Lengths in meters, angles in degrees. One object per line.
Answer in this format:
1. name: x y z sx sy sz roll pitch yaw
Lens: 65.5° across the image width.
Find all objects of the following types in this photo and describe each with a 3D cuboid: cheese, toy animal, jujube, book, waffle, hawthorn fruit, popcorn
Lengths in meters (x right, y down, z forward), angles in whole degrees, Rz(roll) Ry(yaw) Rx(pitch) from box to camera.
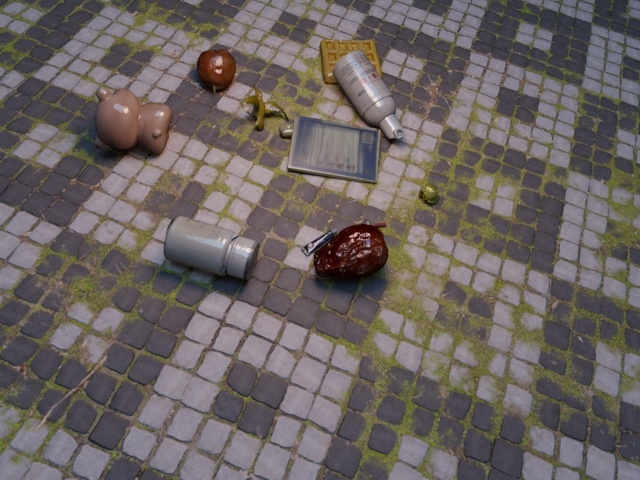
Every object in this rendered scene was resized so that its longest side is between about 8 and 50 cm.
1. cheese: -0.055 -0.409 1.839 0.194 0.043 0.064 0 63 -7
2. toy animal: -0.237 -0.493 1.828 0.219 0.095 0.155 -1 50 -53
3. toy animal: -0.618 -0.388 1.671 0.221 0.209 0.229 23 23 12
4. jujube: 0.092 0.042 1.541 0.237 0.168 0.168 -20 63 0
5. book: 0.052 -0.330 1.793 0.323 0.018 0.228 9 68 -5
6. waffle: 0.125 -0.736 2.046 0.248 0.055 0.220 -2 60 -8
7. hawthorn fruit: -0.403 -0.634 1.889 0.149 0.149 0.188 22 95 6
8. popcorn: 0.384 -0.161 1.744 0.083 0.068 0.059 39 84 -26

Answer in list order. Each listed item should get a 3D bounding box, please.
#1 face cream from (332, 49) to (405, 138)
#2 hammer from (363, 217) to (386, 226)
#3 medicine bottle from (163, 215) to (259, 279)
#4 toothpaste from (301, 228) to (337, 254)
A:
1. face cream: 0.198 -0.525 1.879 0.146 0.145 0.369 -28 83 -21
2. hammer: 0.185 -0.052 1.672 0.084 0.031 0.052 -5 63 -22
3. medicine bottle: -0.323 0.025 1.493 0.258 0.143 0.143 16 59 4
4. toothpaste: 0.000 0.000 1.620 0.140 0.021 0.037 -34 62 -21
